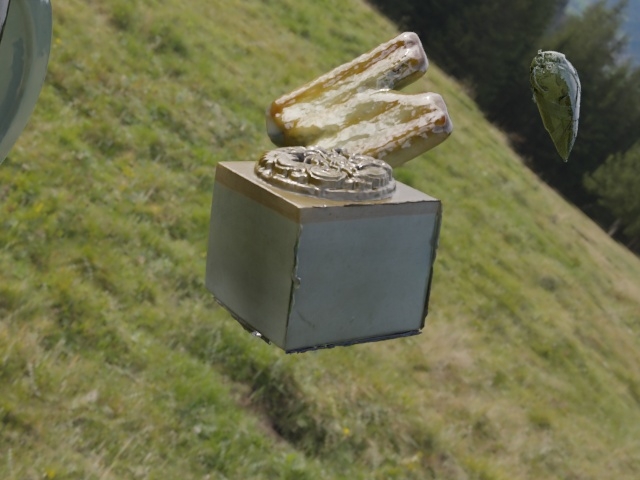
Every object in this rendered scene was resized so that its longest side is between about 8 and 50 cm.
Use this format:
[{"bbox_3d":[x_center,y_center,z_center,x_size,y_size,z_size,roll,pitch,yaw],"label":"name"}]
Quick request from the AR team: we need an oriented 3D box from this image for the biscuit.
[{"bbox_3d":[0.054,-0.188,1.510,0.062,0.291,0.237,46,22,-49],"label":"biscuit"}]

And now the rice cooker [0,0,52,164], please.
[{"bbox_3d":[-0.403,-0.175,0.773,0.325,0.335,0.335,30,19,17],"label":"rice cooker"}]

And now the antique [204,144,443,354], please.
[{"bbox_3d":[0.000,0.000,0.814,0.147,0.148,0.152,-4,20,-34],"label":"antique"}]

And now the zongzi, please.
[{"bbox_3d":[0.280,-0.159,1.133,0.109,0.055,0.119,11,75,-66],"label":"zongzi"}]
